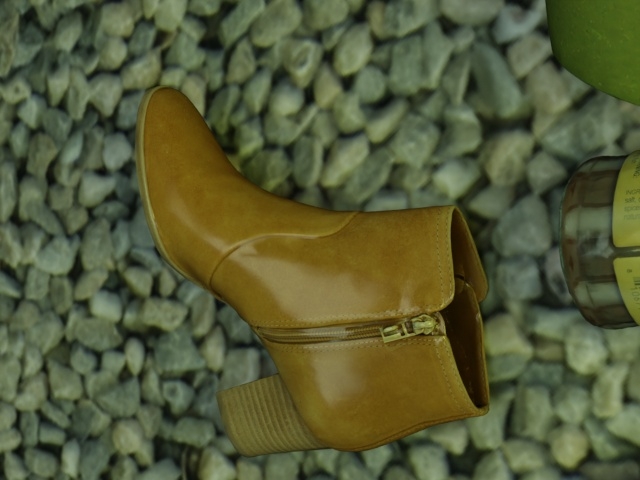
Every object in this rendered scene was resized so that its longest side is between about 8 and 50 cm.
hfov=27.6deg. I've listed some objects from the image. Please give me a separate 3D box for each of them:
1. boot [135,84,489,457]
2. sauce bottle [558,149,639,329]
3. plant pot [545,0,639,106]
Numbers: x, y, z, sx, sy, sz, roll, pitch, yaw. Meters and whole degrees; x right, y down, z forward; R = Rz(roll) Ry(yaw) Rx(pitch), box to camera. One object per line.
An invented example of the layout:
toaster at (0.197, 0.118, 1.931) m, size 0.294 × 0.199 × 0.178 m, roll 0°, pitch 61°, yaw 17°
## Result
boot at (0.000, 0.001, 0.910) m, size 0.211 × 0.104 × 0.295 m, roll -20°, pitch 86°, yaw 28°
sauce bottle at (0.303, -0.008, 0.686) m, size 0.344 × 0.111 × 0.111 m, roll -3°, pitch 90°, yaw 34°
plant pot at (0.219, -0.220, 0.667) m, size 0.275 × 0.275 × 0.293 m, roll 29°, pitch 123°, yaw 30°
